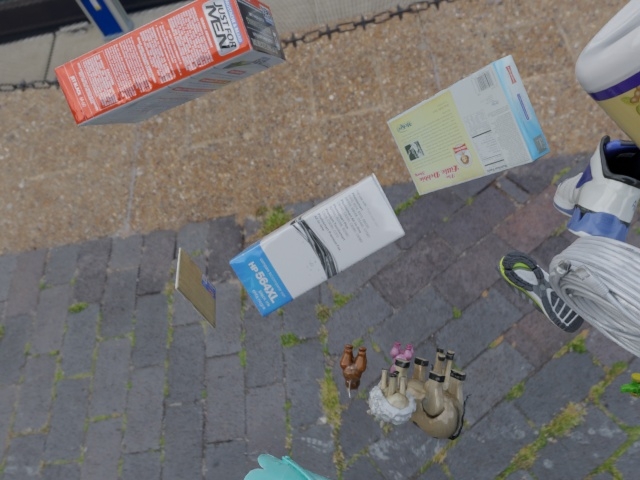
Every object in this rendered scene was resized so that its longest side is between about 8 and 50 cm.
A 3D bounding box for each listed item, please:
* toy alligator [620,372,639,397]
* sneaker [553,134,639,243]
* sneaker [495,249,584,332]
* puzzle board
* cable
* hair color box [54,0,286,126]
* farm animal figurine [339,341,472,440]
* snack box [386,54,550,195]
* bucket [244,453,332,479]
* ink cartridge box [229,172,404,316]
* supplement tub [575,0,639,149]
[{"bbox_3d":[0.846,0.361,1.266,0.189,0.056,0.051,-12,20,-23],"label":"toy alligator"},{"bbox_3d":[0.562,-0.108,0.964,0.127,0.315,0.182,23,112,11],"label":"sneaker"},{"bbox_3d":[0.629,0.143,1.430,0.111,0.121,0.300,-45,88,-2],"label":"sneaker"},{"bbox_3d":[-0.222,0.087,0.890,0.011,0.128,0.096,-20,44,8],"label":"puzzle board"},{"bbox_3d":[0.480,0.100,0.774,0.257,0.257,0.089,40,89,15],"label":"cable"},{"bbox_3d":[-0.123,-0.151,0.425,0.167,0.093,0.054,-15,101,16],"label":"hair color box"},{"bbox_3d":[0.207,0.346,1.107,0.330,0.326,0.172,7,90,-20],"label":"farm animal figurine"},{"bbox_3d":[0.279,-0.212,1.003,0.060,0.322,0.187,-28,97,-27],"label":"snack box"},{"bbox_3d":[-0.032,0.461,0.689,0.182,0.281,0.281,10,65,10],"label":"bucket"},{"bbox_3d":[0.000,0.000,0.655,0.203,0.148,0.086,-30,94,7],"label":"ink cartridge box"},{"bbox_3d":[0.505,-0.170,0.584,0.331,0.241,0.241,44,76,-4],"label":"supplement tub"}]
